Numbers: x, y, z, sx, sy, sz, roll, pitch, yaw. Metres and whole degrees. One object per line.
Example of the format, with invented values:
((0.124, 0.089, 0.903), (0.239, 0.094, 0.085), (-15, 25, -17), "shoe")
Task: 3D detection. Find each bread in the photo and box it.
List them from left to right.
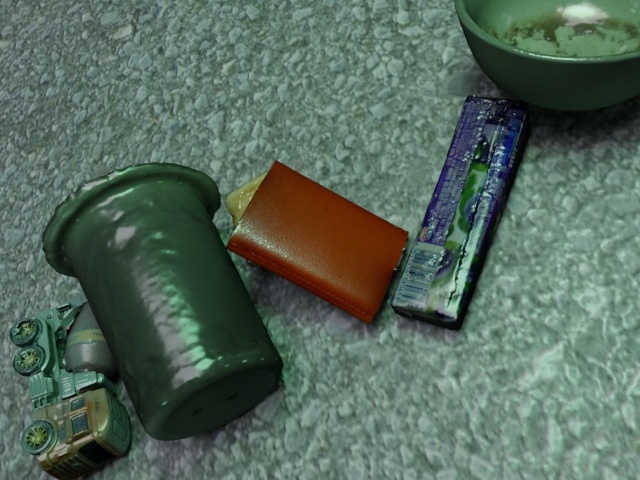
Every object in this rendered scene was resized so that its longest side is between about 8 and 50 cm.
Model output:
((-0.066, -0.031, 0.942), (0.106, 0.082, 0.125), (-30, 67, 18), "bread")

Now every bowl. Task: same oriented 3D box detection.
((0.316, -0.256, 0.841), (0.289, 0.146, 0.289), (-7, 51, 8), "bowl")

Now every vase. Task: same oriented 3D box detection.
((-0.189, 0.082, 0.848), (0.245, 0.245, 0.291), (-33, 62, 4), "vase")

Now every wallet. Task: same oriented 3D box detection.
((0.000, 0.000, 0.854), (0.204, 0.045, 0.142), (28, 62, -5), "wallet")

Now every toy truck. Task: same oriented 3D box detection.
((-0.328, 0.184, 0.927), (0.140, 0.108, 0.257), (-21, 55, -4), "toy truck")

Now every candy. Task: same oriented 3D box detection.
((0.182, -0.039, 0.852), (0.088, 0.061, 0.312), (15, 72, 26), "candy")
